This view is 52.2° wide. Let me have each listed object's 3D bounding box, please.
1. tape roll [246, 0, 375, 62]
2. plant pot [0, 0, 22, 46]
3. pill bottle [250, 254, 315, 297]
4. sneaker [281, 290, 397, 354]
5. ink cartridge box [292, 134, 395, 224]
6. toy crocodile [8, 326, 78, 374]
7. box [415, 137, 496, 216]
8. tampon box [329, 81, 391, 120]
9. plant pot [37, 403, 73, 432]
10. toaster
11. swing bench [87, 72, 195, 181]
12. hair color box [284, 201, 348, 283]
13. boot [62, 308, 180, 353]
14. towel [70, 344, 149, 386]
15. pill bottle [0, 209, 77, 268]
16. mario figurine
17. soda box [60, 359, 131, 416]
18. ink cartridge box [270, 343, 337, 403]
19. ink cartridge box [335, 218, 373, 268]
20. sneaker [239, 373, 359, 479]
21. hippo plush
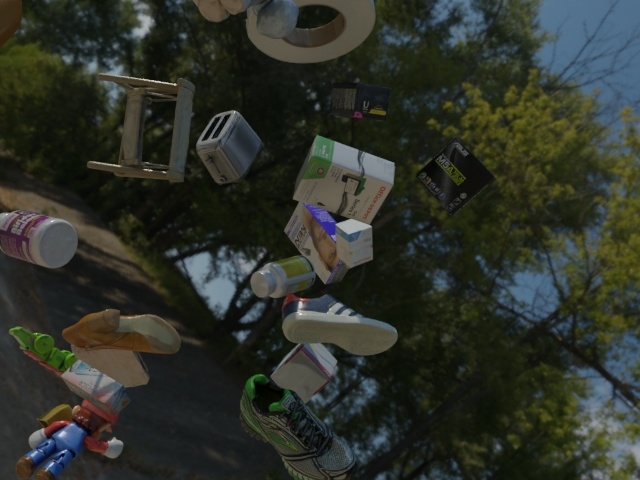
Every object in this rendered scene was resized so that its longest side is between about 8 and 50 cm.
[{"bbox_3d":[-0.030,-0.673,1.970,0.392,0.391,0.072,108,-23,-70],"label":"tape roll"},{"bbox_3d":[-0.538,-0.330,0.942,0.205,0.205,0.188,62,22,-23],"label":"plant pot"},{"bbox_3d":[-0.109,0.108,1.885,0.103,0.184,0.103,11,-73,41],"label":"pill bottle"},{"bbox_3d":[0.054,0.217,1.826,0.131,0.350,0.148,-59,-151,30],"label":"sneaker"},{"bbox_3d":[0.060,-0.150,1.662,0.219,0.093,0.160,18,-45,-10],"label":"ink cartridge box"},{"bbox_3d":[-0.968,0.416,2.345,0.115,0.105,0.340,1,-36,46],"label":"toy crocodile"},{"bbox_3d":[0.436,-0.206,2.120,0.191,0.184,0.045,53,14,23],"label":"box"},{"bbox_3d":[0.118,-0.422,1.985,0.161,0.120,0.102,28,-67,61],"label":"tampon box"},{"bbox_3d":[-0.788,0.543,1.980,0.081,0.083,0.082,-11,-64,49],"label":"plant pot"},{"bbox_3d":[-0.275,-0.290,1.983,0.129,0.227,0.146,-3,-42,34],"label":"toaster"},{"bbox_3d":[-0.456,-0.294,1.742,0.254,0.253,0.165,8,-1,13],"label":"swing bench"},{"bbox_3d":[0.000,0.000,2.775,0.339,0.110,0.185,50,-53,29],"label":"hair color box"},{"bbox_3d":[-0.585,0.285,1.930,0.295,0.211,0.104,31,48,-41],"label":"boot"},{"bbox_3d":[-0.689,0.413,2.169,0.282,0.187,0.049,80,-2,-47],"label":"towel"},{"bbox_3d":[-0.991,-0.013,2.234,0.301,0.169,0.169,11,-40,30],"label":"pill bottle"},{"bbox_3d":[-0.713,0.597,1.901,0.170,0.320,0.198,-28,-81,36],"label":"mario figurine"},{"bbox_3d":[-0.545,0.357,1.588,0.183,0.063,0.058,17,-42,34],"label":"soda box"},{"bbox_3d":[-0.044,0.377,1.920,0.127,0.128,0.176,46,12,0],"label":"ink cartridge box"},{"bbox_3d":[0.110,0.013,2.145,0.090,0.092,0.143,39,-40,50],"label":"ink cartridge box"},{"bbox_3d":[-0.060,0.436,1.499,0.343,0.134,0.146,27,-43,27],"label":"sneaker"},{"bbox_3d":[-0.185,-0.630,1.705,0.236,0.234,0.294,40,22,-49],"label":"hippo plush"}]
